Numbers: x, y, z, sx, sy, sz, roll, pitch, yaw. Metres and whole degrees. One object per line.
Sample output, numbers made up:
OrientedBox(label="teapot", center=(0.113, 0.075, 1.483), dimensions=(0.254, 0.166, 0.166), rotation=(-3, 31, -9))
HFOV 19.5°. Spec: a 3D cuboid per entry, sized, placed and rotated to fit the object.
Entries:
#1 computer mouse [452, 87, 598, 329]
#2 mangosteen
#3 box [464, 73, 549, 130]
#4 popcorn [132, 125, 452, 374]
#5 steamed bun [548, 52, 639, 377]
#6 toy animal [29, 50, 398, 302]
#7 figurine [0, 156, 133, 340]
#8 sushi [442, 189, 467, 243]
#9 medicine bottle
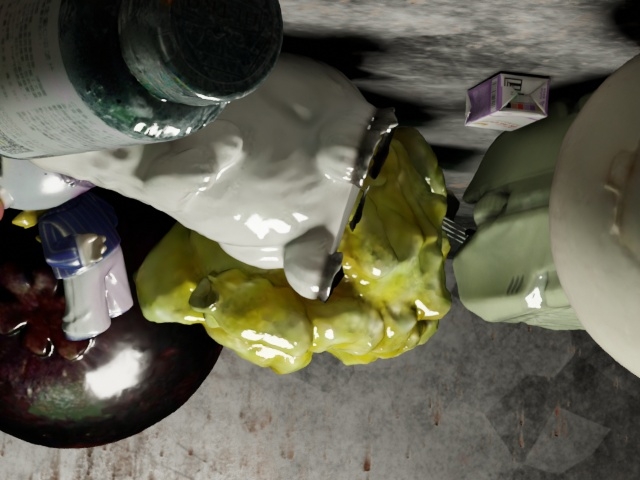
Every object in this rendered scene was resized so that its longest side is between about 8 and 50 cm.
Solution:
OrientedBox(label="computer mouse", center=(0.256, -0.032, 1.690), dimensions=(0.145, 0.228, 0.429), rotation=(20, 165, -34))
OrientedBox(label="mangosteen", center=(-0.273, 0.031, 2.093), dimensions=(0.382, 0.382, 0.435), rotation=(4, -168, 3))
OrientedBox(label="box", center=(0.170, -0.125, 1.703), dimensions=(0.050, 0.036, 0.117), rotation=(6, 175, -9))
OrientedBox(label="popcorn", center=(-0.006, -0.003, 1.855), dimensions=(0.274, 0.279, 0.335), rotation=(8, 168, 36))
OrientedBox(label="steamed bun", center=(0.309, -0.025, 1.424), dimensions=(0.309, 0.309, 0.309), rotation=(4, 175, 0))
OrientedBox(label="toy animal", center=(-0.120, -0.095, 1.631), dimensions=(0.357, 0.194, 0.258), rotation=(18, -167, 3))
OrientedBox(label="figurine", center=(-0.252, -0.038, 1.781), dimensions=(0.133, 0.274, 0.194), rotation=(-2, -176, 34))
OrientedBox(label="sushi", center=(0.096, -0.070, 2.180), dimensions=(0.231, 0.047, 0.219), rotation=(29, 178, -6))
OrientedBox(label="medicine bottle", center=(-0.147, -0.133, 1.284), dimensions=(0.141, 0.141, 0.293), rotation=(8, 174, -35))
